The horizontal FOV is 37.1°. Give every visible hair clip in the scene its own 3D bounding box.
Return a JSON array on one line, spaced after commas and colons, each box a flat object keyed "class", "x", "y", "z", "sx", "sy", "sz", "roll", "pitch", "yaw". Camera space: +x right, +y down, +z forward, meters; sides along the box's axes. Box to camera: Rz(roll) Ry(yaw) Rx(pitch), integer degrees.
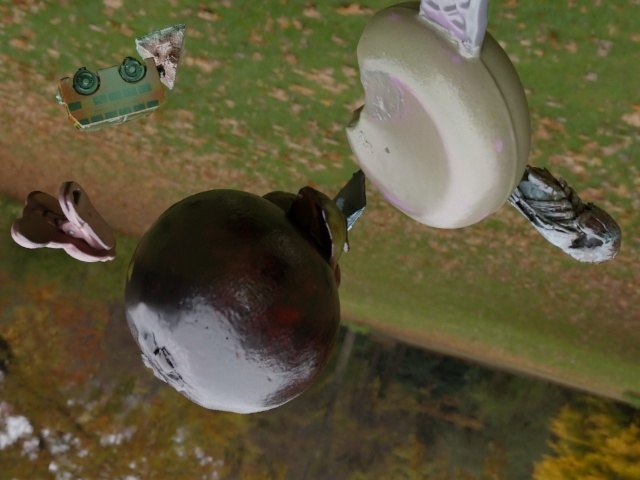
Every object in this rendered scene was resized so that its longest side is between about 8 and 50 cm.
[{"class": "hair clip", "x": -0.385, "y": -0.017, "z": 1.451, "sx": 0.102, "sy": 0.123, "sz": 0.138, "roll": -19, "pitch": 132, "yaw": 16}]

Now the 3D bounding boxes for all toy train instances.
[{"class": "toy train", "x": -0.346, "y": -0.248, "z": 1.601, "sx": 0.188, "sy": 0.099, "sz": 0.072, "roll": -17, "pitch": -179, "yaw": -17}]

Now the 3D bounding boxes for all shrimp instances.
[{"class": "shrimp", "x": 0.281, "y": -0.055, "z": 1.208, "sx": 0.233, "sy": 0.090, "sz": 0.079, "roll": 43, "pitch": 137, "yaw": 6}]

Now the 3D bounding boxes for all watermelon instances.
[{"class": "watermelon", "x": -0.306, "y": -0.352, "z": 1.852, "sx": 0.101, "sy": 0.080, "sz": 0.155, "roll": 2, "pitch": 165, "yaw": -1}]

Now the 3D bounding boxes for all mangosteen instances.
[{"class": "mangosteen", "x": -0.068, "y": 0.047, "z": 0.968, "sx": 0.228, "sy": 0.265, "sz": 0.228, "roll": 35, "pitch": 147, "yaw": 28}]

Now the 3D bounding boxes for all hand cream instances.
[{"class": "hand cream", "x": 0.000, "y": 0.000, "z": 1.601, "sx": 0.061, "sy": 0.270, "sz": 0.120, "roll": 30, "pitch": -149, "yaw": -18}]

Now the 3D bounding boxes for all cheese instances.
[{"class": "cheese", "x": 0.088, "y": -0.124, "z": 0.692, "sx": 0.163, "sy": 0.082, "sz": 0.286, "roll": 42, "pitch": 154, "yaw": 25}]
